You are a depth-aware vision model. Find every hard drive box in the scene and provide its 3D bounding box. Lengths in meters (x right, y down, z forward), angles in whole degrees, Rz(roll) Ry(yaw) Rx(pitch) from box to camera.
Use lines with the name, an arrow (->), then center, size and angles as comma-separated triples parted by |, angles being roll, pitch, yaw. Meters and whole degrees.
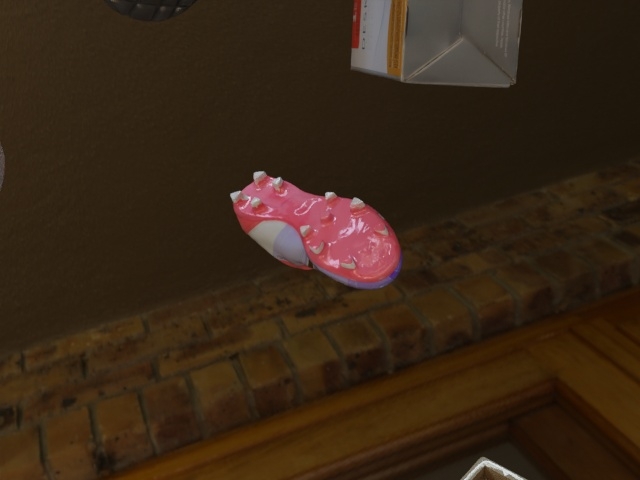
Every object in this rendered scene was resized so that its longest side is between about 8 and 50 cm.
hard drive box -> 0.090, -0.225, 0.663 | 0.089, 0.232, 0.181 | 1, -77, -7

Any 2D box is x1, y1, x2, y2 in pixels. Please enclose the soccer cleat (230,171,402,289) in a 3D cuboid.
soccer cleat -> 0.000, 0.000, 0.812 | 0.083, 0.248, 0.095 | -45, -48, -18

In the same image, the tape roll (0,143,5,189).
tape roll -> -0.435, -0.078, 0.704 | 0.246, 0.169, 0.246 | -40, -21, -18

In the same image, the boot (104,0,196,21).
boot -> -0.113, -0.390, 0.783 | 0.118, 0.223, 0.338 | 25, -67, -19

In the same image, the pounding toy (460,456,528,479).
pounding toy -> 0.174, 0.329, 0.854 | 0.141, 0.130, 0.100 | -35, -50, -35
